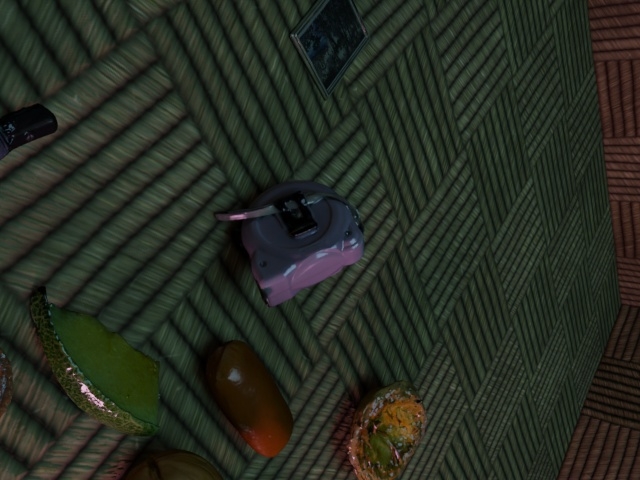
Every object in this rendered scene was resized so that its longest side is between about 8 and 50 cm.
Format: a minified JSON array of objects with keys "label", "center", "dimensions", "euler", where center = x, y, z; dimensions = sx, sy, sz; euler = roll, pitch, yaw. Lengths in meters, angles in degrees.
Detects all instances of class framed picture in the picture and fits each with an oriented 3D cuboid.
[{"label":"framed picture","center":[0.024,-0.363,1.067],"dimensions":[0.183,0.011,0.142],"euler":[-58,135,-26]}]

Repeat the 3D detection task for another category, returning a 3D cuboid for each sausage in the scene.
[{"label":"sausage","center":[-0.112,0.255,0.954],"dimensions":[0.098,0.098,0.238],"euler":[-50,133,-33]}]

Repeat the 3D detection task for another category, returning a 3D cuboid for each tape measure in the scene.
[{"label":"tape measure","center":[-0.041,-0.013,0.920],"dimensions":[0.196,0.178,0.105],"euler":[-31,146,-14]}]

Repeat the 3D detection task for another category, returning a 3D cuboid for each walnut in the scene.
[{"label":"walnut","center":[-0.199,0.387,0.827],"dimensions":[0.159,0.159,0.207],"euler":[-39,124,-39]}]

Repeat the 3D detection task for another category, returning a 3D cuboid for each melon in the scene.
[{"label":"melon","center":[-0.278,0.156,0.769],"dimensions":[0.114,0.053,0.262],"euler":[-59,137,-36]}]

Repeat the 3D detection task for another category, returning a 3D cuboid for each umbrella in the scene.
[{"label":"umbrella","center":[-0.380,-0.078,0.597],"dimensions":[0.250,0.052,0.053],"euler":[-36,122,-40]}]

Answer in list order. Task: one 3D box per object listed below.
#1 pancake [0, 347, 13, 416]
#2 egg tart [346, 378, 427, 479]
[{"label":"pancake","center":[-0.400,0.164,0.641],"dimensions":[0.139,0.022,0.140],"euler":[-11,104,-49]},{"label":"egg tart","center":[0.131,0.400,1.275],"dimensions":[0.252,0.098,0.232],"euler":[30,80,-45]}]
